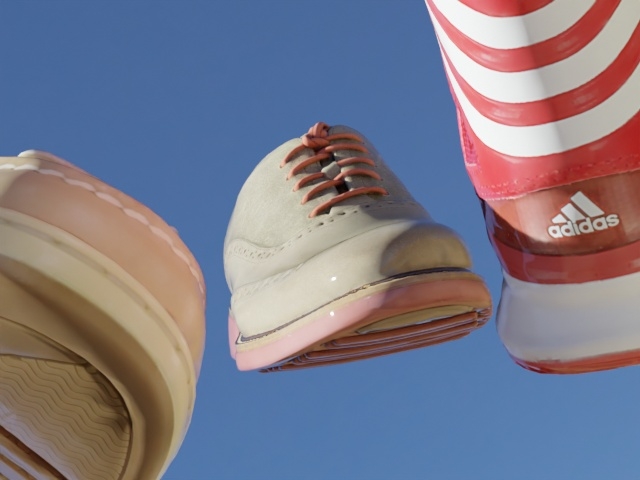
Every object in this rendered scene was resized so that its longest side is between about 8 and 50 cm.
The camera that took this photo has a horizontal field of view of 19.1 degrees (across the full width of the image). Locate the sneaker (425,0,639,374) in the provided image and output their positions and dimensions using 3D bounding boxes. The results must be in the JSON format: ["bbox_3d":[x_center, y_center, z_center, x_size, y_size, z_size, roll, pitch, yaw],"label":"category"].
[{"bbox_3d":[0.071,-0.071,0.454,0.087,0.128,0.221,-13,21,12],"label":"sneaker"}]

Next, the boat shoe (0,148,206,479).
[{"bbox_3d":[-0.091,0.019,0.543,0.098,0.109,0.302,-55,8,-21],"label":"boat shoe"}]

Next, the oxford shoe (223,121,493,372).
[{"bbox_3d":[0.000,0.000,1.027,0.123,0.130,0.348,-8,0,-15],"label":"oxford shoe"}]
